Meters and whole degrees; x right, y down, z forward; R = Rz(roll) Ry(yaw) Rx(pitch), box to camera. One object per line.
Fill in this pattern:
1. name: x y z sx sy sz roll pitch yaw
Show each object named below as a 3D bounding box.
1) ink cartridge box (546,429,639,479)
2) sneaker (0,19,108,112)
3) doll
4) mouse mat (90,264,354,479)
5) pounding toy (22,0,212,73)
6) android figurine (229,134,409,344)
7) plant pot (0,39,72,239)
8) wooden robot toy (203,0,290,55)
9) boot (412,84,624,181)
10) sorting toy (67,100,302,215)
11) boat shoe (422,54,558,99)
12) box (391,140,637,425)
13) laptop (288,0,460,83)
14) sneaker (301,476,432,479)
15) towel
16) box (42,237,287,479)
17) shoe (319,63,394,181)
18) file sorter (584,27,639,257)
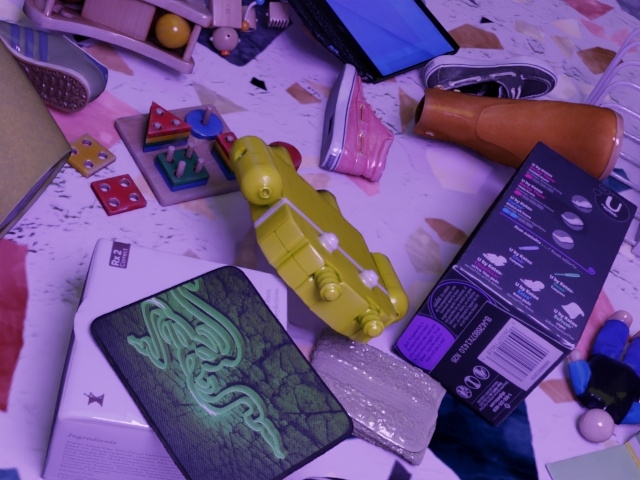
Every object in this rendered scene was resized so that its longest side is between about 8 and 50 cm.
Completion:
1. ink cartridge box: 0.376 0.279 0.895 0.235 0.056 0.171 -3 54 -30
2. sneaker: -0.335 -0.213 0.985 0.192 0.064 0.086 27 32 3
3. doll: 0.345 0.163 0.985 0.129 0.046 0.189 36 45 9
4. mouse mat: -0.077 0.111 0.690 0.153 0.007 0.189 -23 65 -38
5. pounding toy: -0.254 -0.322 1.019 0.270 0.154 0.154 23 23 -6
6. android figurine: 0.000 0.000 0.870 0.248 0.056 0.273 43 13 -29
7. plant pot: -0.384 -0.127 0.766 0.293 0.275 0.274 39 44 -12
8. wooden robot toy: -0.126 -0.288 1.157 0.173 0.076 0.079 -2 88 -27
9. boot: 0.232 -0.139 1.082 0.211 0.104 0.295 13 5 -9
10. sorting toy: -0.157 -0.112 0.985 0.275 0.046 0.132 -15 59 -34
11. boat shoe: 0.260 -0.226 1.268 0.220 0.077 0.070 -3 52 -17
12. box: 0.221 0.041 0.947 0.143 0.165 0.270 35 46 7
13. laptop: 0.047 -0.356 1.223 0.234 0.137 0.264 57 16 26
14. sneaker: 0.080 0.260 0.770 0.235 0.084 0.097 22 22 -8
15. towel: 0.053 0.154 0.866 0.148 0.027 0.110 27 44 -1
16. box: -0.131 0.116 0.747 0.182 0.119 0.180 13 48 -15
17. shoe: 0.051 -0.153 1.112 0.081 0.063 0.177 18 52 -12
18. file sorter: 0.463 -0.157 1.221 0.173 0.192 0.277 31 45 7
